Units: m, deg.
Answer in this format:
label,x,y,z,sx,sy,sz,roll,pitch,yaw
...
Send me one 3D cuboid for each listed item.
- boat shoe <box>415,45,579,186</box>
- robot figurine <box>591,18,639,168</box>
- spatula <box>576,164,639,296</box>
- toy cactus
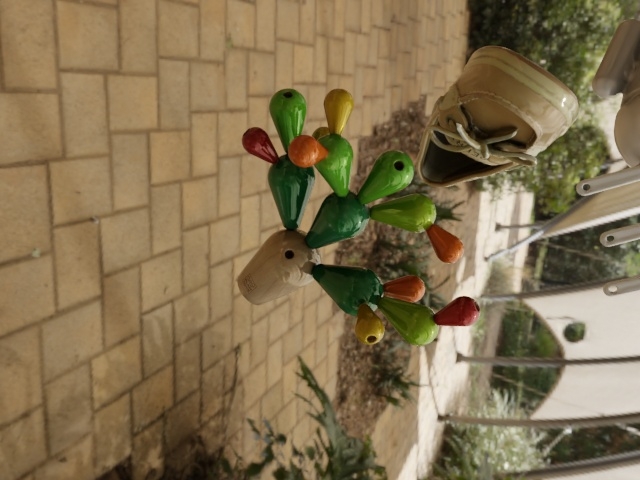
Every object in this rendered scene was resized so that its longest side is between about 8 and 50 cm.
label,x,y,z,sx,sy,sz,roll,pitch,yaw
boat shoe,0.150,-0.097,0.586,0.089,0.104,0.285,-53,177,1
robot figurine,0.562,-0.222,0.920,0.353,0.300,0.200,-64,166,-11
spatula,0.400,-0.033,0.641,0.019,0.242,0.168,-41,113,-62
toy cactus,0.000,0.000,0.472,0.219,0.180,0.112,52,34,1
